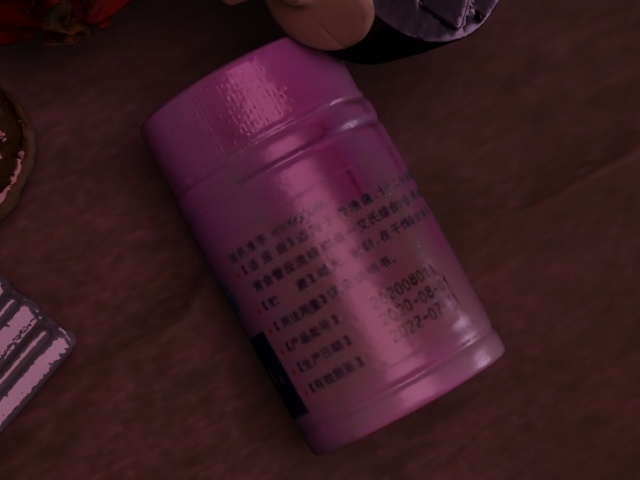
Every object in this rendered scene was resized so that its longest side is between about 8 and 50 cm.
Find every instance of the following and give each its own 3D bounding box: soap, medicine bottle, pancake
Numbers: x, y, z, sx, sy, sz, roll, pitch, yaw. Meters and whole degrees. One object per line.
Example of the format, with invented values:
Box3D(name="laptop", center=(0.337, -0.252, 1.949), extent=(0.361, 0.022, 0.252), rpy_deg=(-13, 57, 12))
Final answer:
Box3D(name="soap", center=(-0.266, 0.106, 1.131), extent=(0.114, 0.063, 0.198), rpy_deg=(42, 76, -4))
Box3D(name="medicine bottle", center=(0.000, 0.000, 1.157), extent=(0.152, 0.152, 0.254), rpy_deg=(-28, 87, -14))
Box3D(name="pancake", center=(-0.257, -0.056, 1.171), extent=(0.129, 0.022, 0.116), rpy_deg=(-40, 79, -16))

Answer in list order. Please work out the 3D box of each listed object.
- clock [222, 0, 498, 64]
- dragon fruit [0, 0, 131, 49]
Box3D(name="clock", center=(0.035, -0.307, 1.122), extent=(0.276, 0.120, 0.379), rpy_deg=(27, 64, -34))
Box3D(name="dragon fruit", center=(-0.215, -0.269, 1.120), extent=(0.302, 0.237, 0.231), rpy_deg=(47, 54, 9))
